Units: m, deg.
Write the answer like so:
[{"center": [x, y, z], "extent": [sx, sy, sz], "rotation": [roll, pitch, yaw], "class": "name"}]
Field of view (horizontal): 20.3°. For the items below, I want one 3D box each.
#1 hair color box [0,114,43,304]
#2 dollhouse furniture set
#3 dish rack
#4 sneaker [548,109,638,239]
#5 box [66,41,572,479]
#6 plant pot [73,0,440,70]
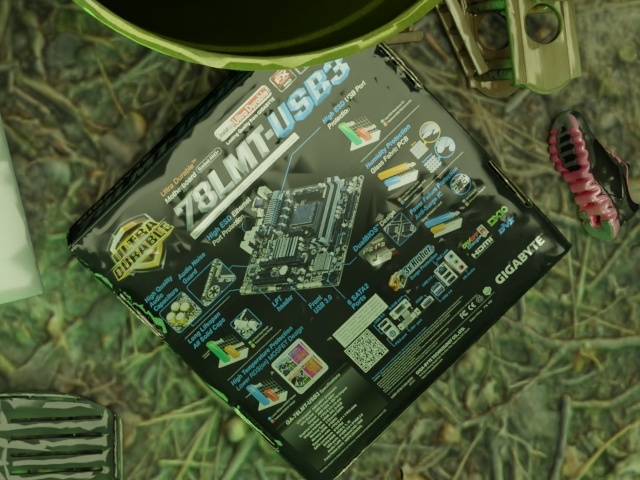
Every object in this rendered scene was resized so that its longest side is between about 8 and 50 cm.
[{"center": [-0.346, -0.121, 1.336], "extent": [0.185, 0.113, 0.374], "rotation": [-15, 98, -15], "class": "hair color box"}, {"center": [0.124, -0.161, 1.428], "extent": [0.161, 0.182, 0.101], "rotation": [-8, 95, -15], "class": "dollhouse furniture set"}, {"center": [-0.245, 0.256, 1.411], "extent": [0.208, 0.074, 0.271], "rotation": [-1, 94, -16], "class": "dish rack"}, {"center": [0.240, -0.062, 1.545], "extent": [0.057, 0.047, 0.119], "rotation": [-31, 106, -27], "class": "sneaker"}, {"center": [0.000, 0.000, 1.441], "extent": [0.295, 0.073, 0.293], "rotation": [-45, 103, 1], "class": "box"}, {"center": [-0.088, -0.300, 1.271], "extent": [0.366, 0.353, 0.366], "rotation": [-1, 94, -16], "class": "plant pot"}]
